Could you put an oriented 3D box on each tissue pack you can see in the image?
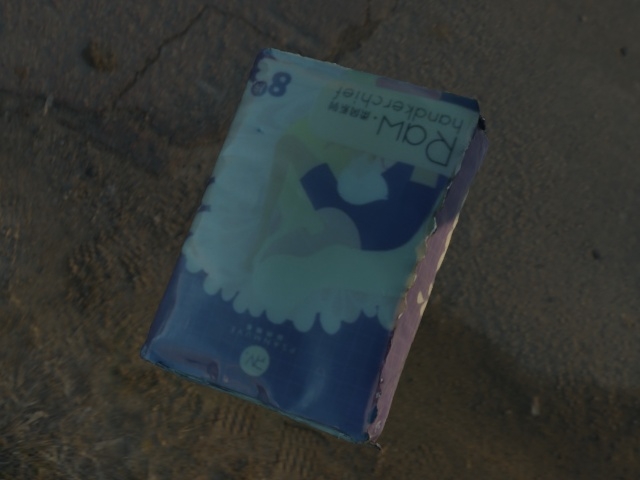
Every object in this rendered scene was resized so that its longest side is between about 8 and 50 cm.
[{"bbox_3d":[0.000,0.000,1.054,0.242,0.125,0.344,18,81,18],"label":"tissue pack"}]
